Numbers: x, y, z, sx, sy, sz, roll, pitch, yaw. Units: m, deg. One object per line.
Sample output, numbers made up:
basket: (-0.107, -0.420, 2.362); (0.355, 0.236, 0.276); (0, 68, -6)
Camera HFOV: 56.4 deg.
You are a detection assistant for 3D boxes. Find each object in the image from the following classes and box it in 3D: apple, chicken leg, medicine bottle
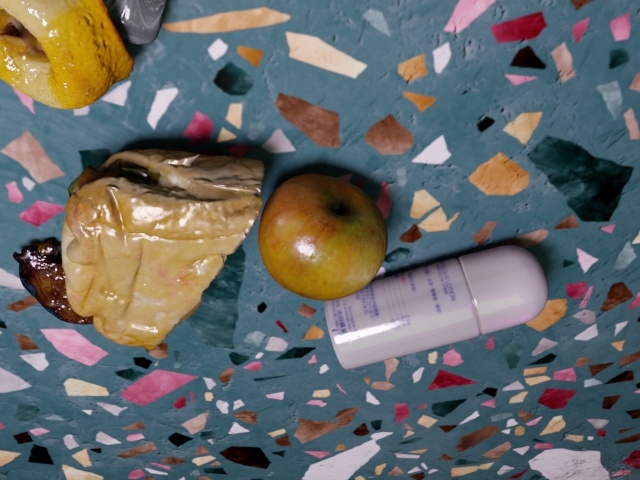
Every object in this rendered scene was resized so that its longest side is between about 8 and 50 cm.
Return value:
apple: (0.000, 0.000, 0.810); (0.182, 0.183, 0.155); (18, 135, -20)
chicken leg: (-0.366, 0.088, 0.935); (0.106, 0.051, 0.253); (-36, 128, 18)
medicine bottle: (0.185, 0.101, 0.945); (0.340, 0.130, 0.130); (-17, 131, 9)

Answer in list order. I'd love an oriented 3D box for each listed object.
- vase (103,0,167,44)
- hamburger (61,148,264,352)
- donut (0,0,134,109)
vase: (-0.156, -0.301, 0.582); (0.096, 0.096, 0.219); (23, 129, -24)
hamburger: (-0.230, -0.016, 0.780); (0.208, 0.162, 0.330); (27, 126, -23)
donut: (-0.284, -0.206, 0.599); (0.174, 0.075, 0.190); (26, 156, -1)
